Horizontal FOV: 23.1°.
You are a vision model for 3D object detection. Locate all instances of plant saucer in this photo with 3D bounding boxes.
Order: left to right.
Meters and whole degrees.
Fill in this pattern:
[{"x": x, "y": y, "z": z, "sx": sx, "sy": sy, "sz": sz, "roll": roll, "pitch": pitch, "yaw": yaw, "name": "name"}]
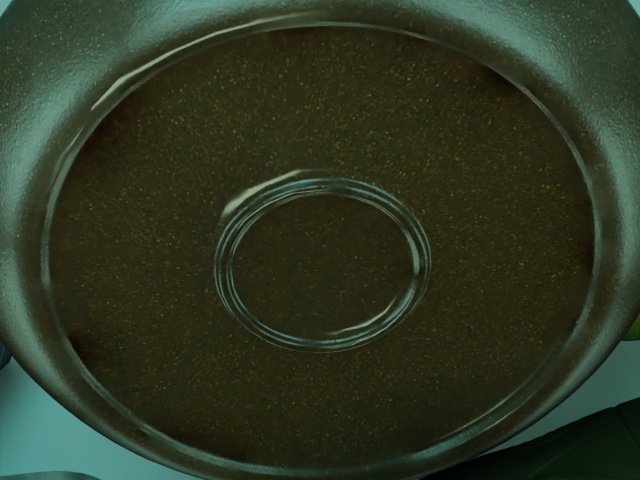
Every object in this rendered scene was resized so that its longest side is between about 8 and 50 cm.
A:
[{"x": 0.000, "y": 0.000, "z": 0.646, "sx": 0.310, "sy": 0.310, "sz": 0.050, "roll": -17, "pitch": 35, "yaw": 9, "name": "plant saucer"}]

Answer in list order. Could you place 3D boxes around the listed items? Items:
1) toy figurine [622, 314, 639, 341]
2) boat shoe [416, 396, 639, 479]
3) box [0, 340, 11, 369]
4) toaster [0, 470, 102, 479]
[{"x": -0.003, "y": 0.020, "z": 0.794, "sx": 0.362, "sy": 0.217, "sz": 0.191, "roll": 16, "pitch": 28, "yaw": -12, "name": "toy figurine"}, {"x": 0.125, "y": 0.127, "z": 0.707, "sx": 0.223, "sy": 0.073, "sz": 0.080, "roll": -19, "pitch": 20, "yaw": 13, "name": "boat shoe"}, {"x": -0.301, "y": 0.071, "z": 0.819, "sx": 0.183, "sy": 0.056, "sz": 0.231, "roll": 36, "pitch": 53, "yaw": 8, "name": "box"}, {"x": -0.167, "y": 0.205, "z": 0.737, "sx": 0.185, "sy": 0.110, "sz": 0.168, "roll": -7, "pitch": 55, "yaw": 16, "name": "toaster"}]
